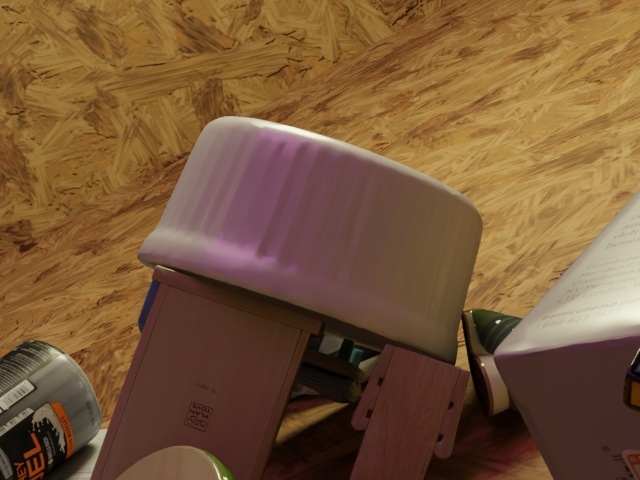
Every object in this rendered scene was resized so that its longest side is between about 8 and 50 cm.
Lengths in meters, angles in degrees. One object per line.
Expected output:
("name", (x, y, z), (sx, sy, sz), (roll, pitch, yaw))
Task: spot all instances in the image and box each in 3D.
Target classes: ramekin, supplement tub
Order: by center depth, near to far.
("ramekin", (0.000, 0.000, 1.323), (0.277, 0.277, 0.135), (7, 77, 64))
("supplement tub", (-0.306, 0.186, 1.479), (0.117, 0.117, 0.190), (-8, 24, 49))

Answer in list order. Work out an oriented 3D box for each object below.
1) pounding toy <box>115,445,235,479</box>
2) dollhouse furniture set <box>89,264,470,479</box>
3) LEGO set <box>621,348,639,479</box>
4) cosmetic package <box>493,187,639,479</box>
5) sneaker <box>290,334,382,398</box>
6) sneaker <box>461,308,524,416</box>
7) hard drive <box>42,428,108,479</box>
("pounding toy", (-0.109, 0.272, 1.124), (0.236, 0.110, 0.183), (-58, 31, -9))
("dollhouse furniture set", (-0.038, 0.166, 1.346), (0.286, 0.198, 0.303), (19, -5, 7))
("LEGO set", (0.221, 0.146, 0.682), (0.182, 0.244, 0.060), (-11, 29, 43))
("cosmetic package", (0.308, 0.034, 0.934), (0.162, 0.230, 0.453), (-13, 19, 43))
("sneaker", (-0.031, 0.067, 1.525), (0.269, 0.153, 0.101), (-17, 18, 32))
("sneaker", (0.166, 0.096, 1.303), (0.086, 0.064, 0.192), (-10, 11, 2))
("hard drive", (-0.272, 0.282, 1.416), (0.233, 0.047, 0.353), (-10, 22, 46))
